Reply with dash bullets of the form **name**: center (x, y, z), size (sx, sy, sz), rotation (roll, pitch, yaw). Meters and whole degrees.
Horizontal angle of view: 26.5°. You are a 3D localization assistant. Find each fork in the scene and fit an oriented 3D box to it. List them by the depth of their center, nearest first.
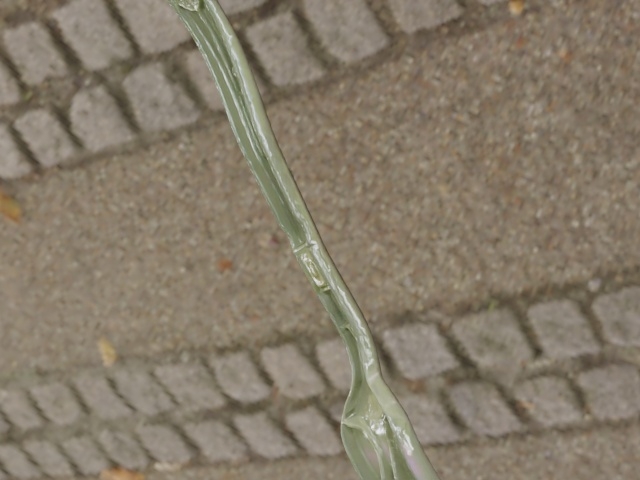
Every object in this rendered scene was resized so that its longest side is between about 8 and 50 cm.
- **fork**: center (-0.005, 0.003, 0.398), size (0.219, 0.028, 0.034), rotation (61, 158, -2)
